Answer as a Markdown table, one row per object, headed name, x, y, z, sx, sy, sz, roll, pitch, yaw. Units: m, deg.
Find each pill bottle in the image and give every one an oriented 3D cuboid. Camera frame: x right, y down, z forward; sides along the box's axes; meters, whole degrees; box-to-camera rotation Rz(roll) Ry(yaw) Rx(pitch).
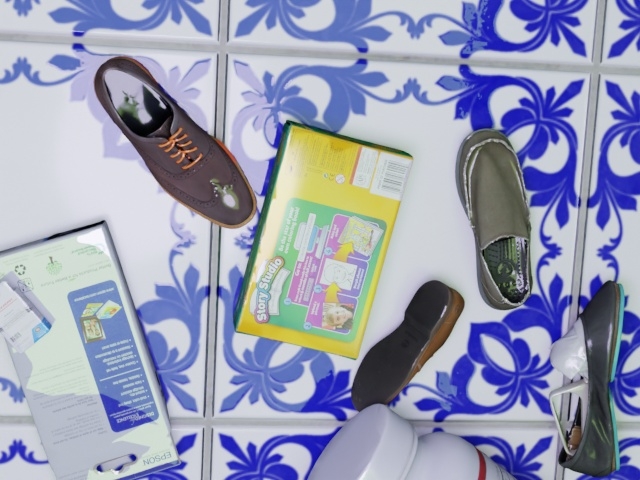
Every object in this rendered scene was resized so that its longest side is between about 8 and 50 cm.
| name | x | y | z | sx | sy | sz | roll | pitch | yaw |
| --- | --- | --- | --- | --- | --- | --- | --- | --- | --- |
| pill bottle | 0.186 | 0.400 | 1.439 | 0.408 | 0.229 | 0.229 | 38 | 92 | -11 |

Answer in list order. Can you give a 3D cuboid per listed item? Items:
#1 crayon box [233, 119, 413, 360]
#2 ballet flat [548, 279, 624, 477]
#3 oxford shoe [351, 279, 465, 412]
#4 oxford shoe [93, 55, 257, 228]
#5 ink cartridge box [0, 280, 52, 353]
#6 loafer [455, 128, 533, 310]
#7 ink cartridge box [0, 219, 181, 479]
| name | x | y | z | sx | sy | sz | roll | pitch | yaw |
| --- | --- | --- | --- | --- | --- | --- | --- | --- | --- |
| crayon box | 0.000 | 0.000 | 1.424 | 0.165 | 0.081 | 0.278 | 14 | 97 | -9 |
| ballet flat | 0.362 | 0.193 | 1.501 | 0.096 | 0.095 | 0.280 | 0 | 99 | 5 |
| oxford shoe | 0.123 | 0.152 | 1.476 | 0.212 | 0.076 | 0.076 | -52 | 142 | 13 |
| oxford shoe | -0.184 | -0.113 | 1.372 | 0.097 | 0.098 | 0.271 | -45 | 102 | 1 |
| ink cartridge box | -0.377 | 0.092 | 1.353 | 0.048 | 0.028 | 0.083 | -39 | 101 | 0 |
| loafer | 0.242 | -0.024 | 1.449 | 0.094 | 0.087 | 0.251 | -14 | 101 | -5 |
| ink cartridge box | -0.305 | 0.154 | 1.418 | 0.165 | 0.065 | 0.332 | -16 | 99 | -5 |
